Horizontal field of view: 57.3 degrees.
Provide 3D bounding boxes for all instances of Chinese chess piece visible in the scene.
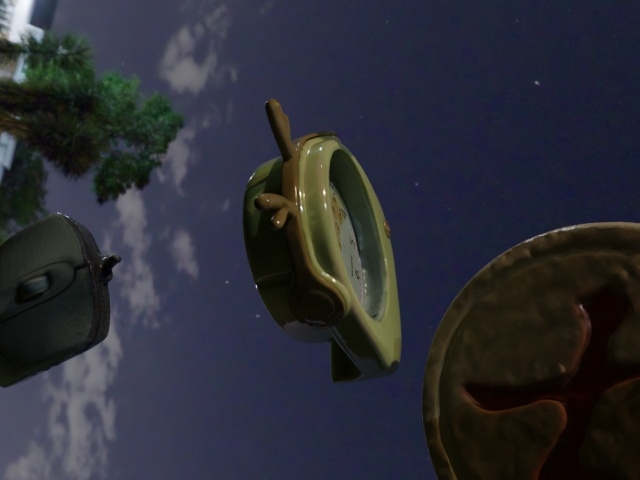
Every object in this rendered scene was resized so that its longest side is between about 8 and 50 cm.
[{"bbox_3d":[0.257,0.151,0.526,0.338,0.140,0.338,-19,-122,33],"label":"Chinese chess piece"}]

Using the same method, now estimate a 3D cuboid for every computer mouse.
[{"bbox_3d":[-0.240,0.057,0.472,0.229,0.068,0.113,-30,-106,38],"label":"computer mouse"}]

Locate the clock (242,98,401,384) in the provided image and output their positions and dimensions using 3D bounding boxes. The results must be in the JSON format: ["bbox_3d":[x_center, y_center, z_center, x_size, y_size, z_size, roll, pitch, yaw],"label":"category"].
[{"bbox_3d":[0.000,0.000,0.621,0.096,0.308,0.235,-13,-126,18],"label":"clock"}]
